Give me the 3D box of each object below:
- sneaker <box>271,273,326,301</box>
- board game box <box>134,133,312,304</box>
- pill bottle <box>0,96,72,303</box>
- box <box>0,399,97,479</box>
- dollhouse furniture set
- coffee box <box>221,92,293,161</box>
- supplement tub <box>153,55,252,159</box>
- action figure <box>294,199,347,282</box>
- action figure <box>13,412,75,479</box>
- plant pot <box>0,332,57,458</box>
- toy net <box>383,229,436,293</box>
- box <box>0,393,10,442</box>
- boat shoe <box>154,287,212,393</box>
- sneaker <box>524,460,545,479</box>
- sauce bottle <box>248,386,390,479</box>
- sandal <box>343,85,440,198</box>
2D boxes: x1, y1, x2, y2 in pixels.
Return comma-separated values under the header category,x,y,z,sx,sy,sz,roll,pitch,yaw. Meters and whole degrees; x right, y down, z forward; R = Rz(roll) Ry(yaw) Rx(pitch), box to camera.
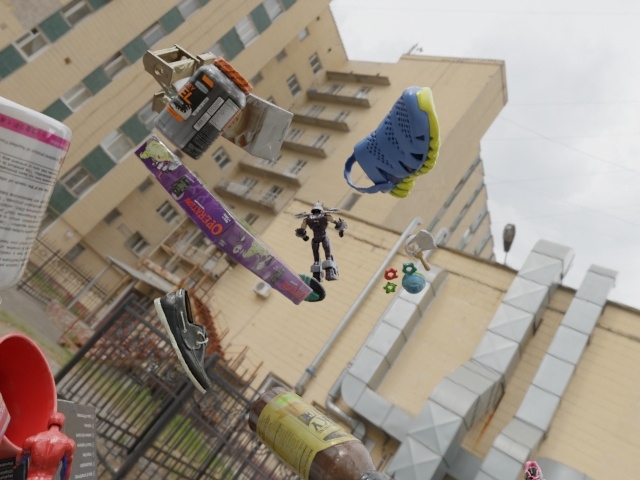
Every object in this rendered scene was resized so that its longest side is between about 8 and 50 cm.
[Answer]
category,x,y,z,sx,sy,sz,roll,pitch,yaw
sneaker,-0.058,0.145,1.546,0.223,0.083,0.098,16,3,34
board game box,-0.139,-0.014,0.773,0.208,0.056,0.347,39,-6,26
pill bottle,-0.426,-0.032,0.561,0.160,0.283,0.160,18,-2,1
box,-0.833,0.713,1.288,0.480,0.297,0.472,103,-26,-66
dollhouse furniture set,-0.413,-0.467,1.351,0.101,0.182,0.161,37,-49,9
coffee box,-0.208,-0.333,1.287,0.246,0.141,0.098,34,17,35
supplement tub,-0.233,-0.267,0.949,0.117,0.190,0.117,41,3,-2
action figure,0.000,0.000,1.604,0.185,0.285,0.099,-9,-8,27
action figure,-0.475,0.435,0.771,0.091,0.280,0.139,17,-43,-24
plant pot,-0.766,0.365,1.026,0.275,0.243,0.275,164,-90,-83
toy net,0.243,0.056,1.278,0.122,0.045,0.232,9,-54,5
box,-0.601,0.354,0.726,0.257,0.122,0.128,-104,-160,-51
boat shoe,-0.281,0.214,1.014,0.233,0.079,0.084,62,-15,17
sneaker,0.379,0.434,0.831,0.047,0.057,0.119,-11,-1,20
sauce bottle,0.012,0.373,0.808,0.344,0.111,0.111,19,-28,44
sandal,0.126,-0.162,0.868,0.138,0.126,0.317,-2,-21,-7
